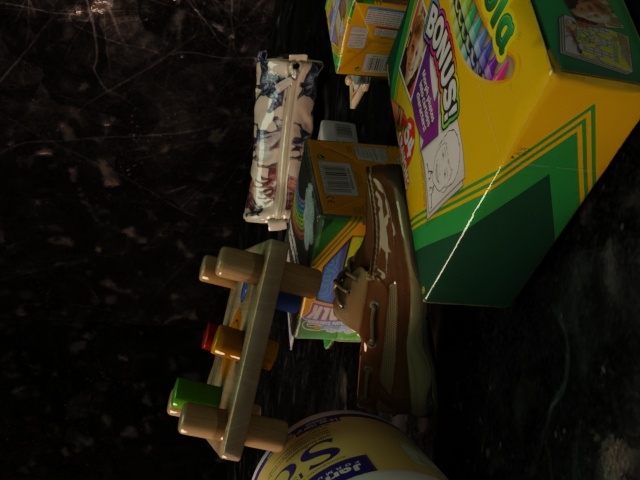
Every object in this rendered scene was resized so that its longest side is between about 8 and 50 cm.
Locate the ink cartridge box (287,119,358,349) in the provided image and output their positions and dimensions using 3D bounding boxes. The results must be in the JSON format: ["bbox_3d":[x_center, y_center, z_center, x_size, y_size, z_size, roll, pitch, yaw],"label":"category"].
[{"bbox_3d":[0.000,0.000,1.452,0.176,0.069,0.371,-96,17,-47],"label":"ink cartridge box"}]

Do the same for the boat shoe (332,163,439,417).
[{"bbox_3d":[0.072,0.073,1.049,0.122,0.119,0.324,-74,-23,-71],"label":"boat shoe"}]

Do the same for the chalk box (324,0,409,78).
[{"bbox_3d":[0.085,-0.359,1.294,0.132,0.132,0.213,107,162,-48],"label":"chalk box"}]

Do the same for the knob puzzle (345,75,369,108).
[{"bbox_3d":[0.072,-0.365,1.616,0.213,0.030,0.213,-175,90,-78],"label":"knob puzzle"}]

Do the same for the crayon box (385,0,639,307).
[{"bbox_3d":[0.170,-0.169,0.875,0.313,0.106,0.363,108,162,-50],"label":"crayon box"}]

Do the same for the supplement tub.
[{"bbox_3d":[0.052,0.340,0.944,0.331,0.241,0.241,-158,72,-78],"label":"supplement tub"}]

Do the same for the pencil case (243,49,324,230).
[{"bbox_3d":[-0.086,-0.229,2.024,0.183,0.159,0.410,-42,-43,-85],"label":"pencil case"}]

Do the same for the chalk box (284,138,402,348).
[{"bbox_3d":[0.049,0.027,1.236,0.180,0.179,0.289,-100,17,-48],"label":"chalk box"}]

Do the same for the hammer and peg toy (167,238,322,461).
[{"bbox_3d":[-0.114,0.127,1.139,0.361,0.127,0.266,166,118,-76],"label":"hammer and peg toy"}]

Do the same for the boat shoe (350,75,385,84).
[{"bbox_3d":[0.075,-0.338,1.497,0.078,0.070,0.219,94,167,-45],"label":"boat shoe"}]
